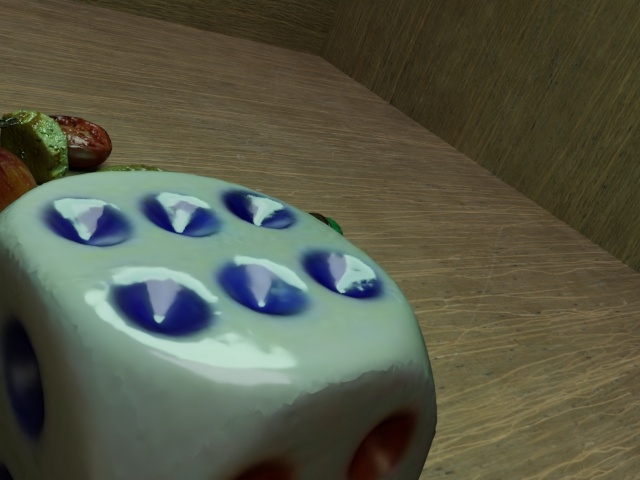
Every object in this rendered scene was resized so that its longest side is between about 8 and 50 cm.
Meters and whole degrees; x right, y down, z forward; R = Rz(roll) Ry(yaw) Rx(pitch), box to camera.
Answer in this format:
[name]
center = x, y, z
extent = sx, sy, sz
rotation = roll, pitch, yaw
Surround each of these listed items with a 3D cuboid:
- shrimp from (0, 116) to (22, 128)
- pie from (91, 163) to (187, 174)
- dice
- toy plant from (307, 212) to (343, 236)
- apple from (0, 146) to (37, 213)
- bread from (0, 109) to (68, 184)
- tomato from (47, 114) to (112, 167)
[shrimp]
center = -0.719, -0.167, 1.136
extent = 0.410, 0.166, 0.221
rotation = 2, 4, -40
[pie]
center = -0.318, -0.057, 1.335
extent = 0.288, 0.103, 0.355
rotation = 7, 30, -18
[dice]
center = -0.111, 0.136, 0.547
extent = 0.277, 0.304, 0.304
rotation = -6, 33, -41
[toy plant]
center = 0.000, 0.000, 1.492
extent = 0.200, 0.105, 0.143
rotation = 13, 32, -46
[apple]
center = -0.547, -0.058, 1.057
extent = 0.201, 0.162, 0.201
rotation = -18, 29, 10
[bread]
center = -0.566, -0.185, 1.340
extent = 0.128, 0.140, 0.069
rotation = 20, 33, 6
[tomato]
center = -0.550, -0.208, 1.463
extent = 0.174, 0.082, 0.166
rotation = 8, 29, -35
